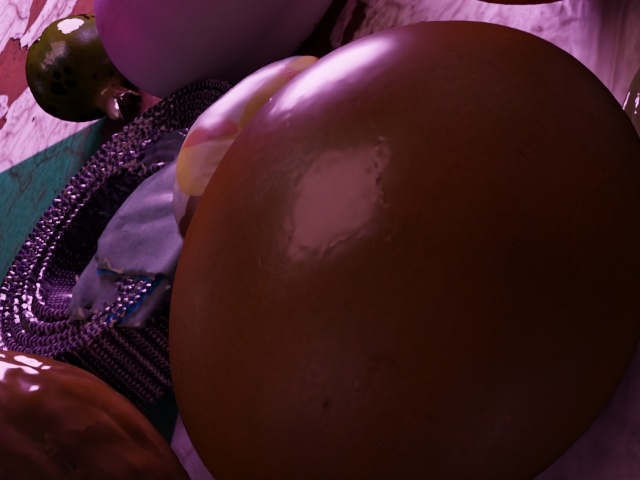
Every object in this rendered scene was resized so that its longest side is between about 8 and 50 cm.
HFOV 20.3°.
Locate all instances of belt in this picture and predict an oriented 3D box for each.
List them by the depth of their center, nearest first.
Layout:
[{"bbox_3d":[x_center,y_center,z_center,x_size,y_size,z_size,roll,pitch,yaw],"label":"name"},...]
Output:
[{"bbox_3d":[-0.144,0.007,1.517,0.260,0.122,0.325,-8,43,48],"label":"belt"}]

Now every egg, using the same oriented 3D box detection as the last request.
[{"bbox_3d":[0.055,0.029,1.115,0.351,0.282,0.282,-58,31,13],"label":"egg"},{"bbox_3d":[-0.083,-0.242,1.629,0.271,0.196,0.196,-35,37,9],"label":"egg"}]

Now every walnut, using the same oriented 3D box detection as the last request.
[{"bbox_3d":[-0.235,0.243,1.336,0.333,0.333,0.333,-35,39,35],"label":"walnut"}]

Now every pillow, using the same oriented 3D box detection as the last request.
[{"bbox_3d":[0.001,-0.047,1.363,0.233,0.086,0.214,14,62,22],"label":"pillow"}]

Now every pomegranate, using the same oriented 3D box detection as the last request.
[{"bbox_3d":[-0.239,-0.169,1.869,0.161,0.122,0.122,44,104,31],"label":"pomegranate"}]

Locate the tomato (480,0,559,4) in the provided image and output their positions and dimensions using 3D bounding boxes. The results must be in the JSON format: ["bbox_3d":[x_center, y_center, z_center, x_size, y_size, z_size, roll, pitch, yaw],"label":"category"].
[{"bbox_3d":[0.165,-0.320,1.296,0.226,0.298,0.299,11,68,15],"label":"tomato"}]

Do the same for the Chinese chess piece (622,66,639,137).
[{"bbox_3d":[0.256,-0.083,1.138,0.144,0.058,0.144,-35,38,34],"label":"Chinese chess piece"}]
